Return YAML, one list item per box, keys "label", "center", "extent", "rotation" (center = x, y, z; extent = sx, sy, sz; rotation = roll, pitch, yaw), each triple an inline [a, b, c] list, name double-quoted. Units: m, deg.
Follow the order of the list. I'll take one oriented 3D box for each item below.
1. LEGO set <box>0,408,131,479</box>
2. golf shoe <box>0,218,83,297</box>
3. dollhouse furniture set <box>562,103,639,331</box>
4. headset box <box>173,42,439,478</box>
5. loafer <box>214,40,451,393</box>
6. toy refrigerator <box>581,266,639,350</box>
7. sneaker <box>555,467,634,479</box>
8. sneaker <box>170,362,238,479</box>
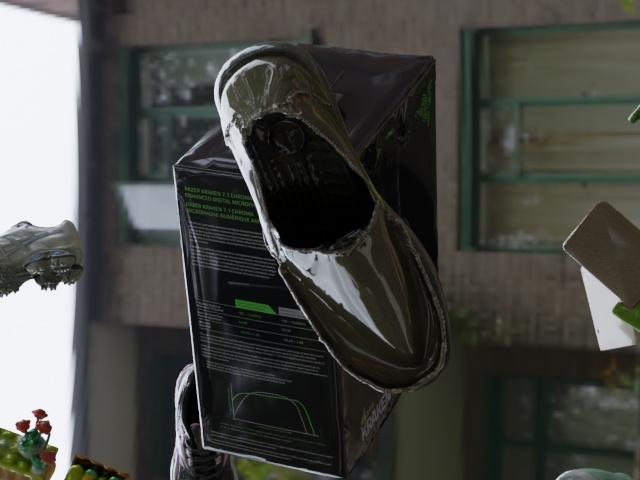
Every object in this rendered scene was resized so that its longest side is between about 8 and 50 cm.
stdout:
- label: "LEGO set"
  center: [-0.270, 0.113, 1.230]
  extent: [0.132, 0.287, 0.107]
  rotation: [-21, -39, -36]
- label: "golf shoe"
  center: [-0.369, 0.018, 1.835]
  extent: [0.069, 0.176, 0.086]
  rotation: [83, -178, -55]
- label: "dollhouse furniture set"
  center: [0.362, -0.056, 1.467]
  extent: [0.198, 0.151, 0.301]
  rotation: [-55, -14, 31]
- label: "headset box"
  center: [0.000, 0.000, 1.248]
  extent: [0.246, 0.131, 0.283]
  rotation: [-51, -36, -54]
- label: "loafer"
  center: [0.005, 0.002, 0.949]
  extent: [0.251, 0.094, 0.087]
  rotation: [59, -168, -21]
- label: "toy refrigerator"
  center: [0.442, 0.048, 1.765]
  extent: [0.269, 0.094, 0.102]
  rotation: [-12, -95, -20]
- label: "sneaker"
  center: [0.333, 0.396, 1.819]
  extent: [0.151, 0.094, 0.256]
  rotation: [6, -90, -51]
- label: "sneaker"
  center: [-0.125, 0.212, 1.594]
  extent: [0.077, 0.072, 0.178]
  rotation: [108, 153, -78]
